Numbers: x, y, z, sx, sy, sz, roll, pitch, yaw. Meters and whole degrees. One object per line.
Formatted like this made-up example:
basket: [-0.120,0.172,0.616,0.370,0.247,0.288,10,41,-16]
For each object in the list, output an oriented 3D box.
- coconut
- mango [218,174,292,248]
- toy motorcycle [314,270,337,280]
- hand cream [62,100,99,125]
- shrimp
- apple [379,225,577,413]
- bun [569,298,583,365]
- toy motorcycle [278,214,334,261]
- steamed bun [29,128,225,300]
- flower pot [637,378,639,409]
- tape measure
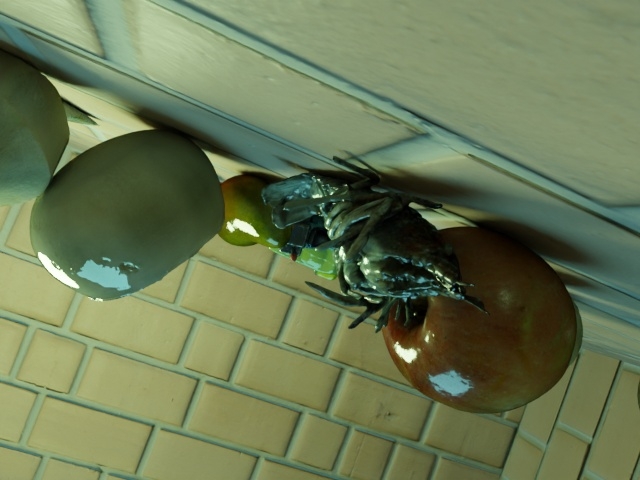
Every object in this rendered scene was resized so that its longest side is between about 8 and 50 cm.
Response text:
coconut: [-0.493,-0.160,0.843,0.241,0.241,0.241,21,177,1]
mango: [-0.141,-0.060,1.153,0.129,0.145,0.289,9,177,-28]
toy motorcycle: [0.122,0.061,1.491,0.343,0.142,0.206,17,174,33]
hand cream: [-0.509,-0.255,1.141,0.067,0.042,0.194,19,-179,8]
shrimp: [0.040,-0.008,0.712,0.410,0.166,0.221,-122,11,-61]
apple: [0.205,0.100,0.768,0.254,0.253,0.253,21,177,1]
bun: [0.308,0.144,0.978,0.244,0.153,0.243,6,-146,-4]
toy motorcycle: [0.037,0.004,1.184,0.273,0.123,0.182,14,-167,-7]
steamed bun: [-0.323,-0.061,0.965,0.324,0.324,0.206,16,137,57]
flower pot: [0.678,0.295,0.938,0.267,0.266,0.267,33,173,-22]
tape measure: [0.000,0.000,1.335,0.200,0.106,0.175,23,-154,4]
